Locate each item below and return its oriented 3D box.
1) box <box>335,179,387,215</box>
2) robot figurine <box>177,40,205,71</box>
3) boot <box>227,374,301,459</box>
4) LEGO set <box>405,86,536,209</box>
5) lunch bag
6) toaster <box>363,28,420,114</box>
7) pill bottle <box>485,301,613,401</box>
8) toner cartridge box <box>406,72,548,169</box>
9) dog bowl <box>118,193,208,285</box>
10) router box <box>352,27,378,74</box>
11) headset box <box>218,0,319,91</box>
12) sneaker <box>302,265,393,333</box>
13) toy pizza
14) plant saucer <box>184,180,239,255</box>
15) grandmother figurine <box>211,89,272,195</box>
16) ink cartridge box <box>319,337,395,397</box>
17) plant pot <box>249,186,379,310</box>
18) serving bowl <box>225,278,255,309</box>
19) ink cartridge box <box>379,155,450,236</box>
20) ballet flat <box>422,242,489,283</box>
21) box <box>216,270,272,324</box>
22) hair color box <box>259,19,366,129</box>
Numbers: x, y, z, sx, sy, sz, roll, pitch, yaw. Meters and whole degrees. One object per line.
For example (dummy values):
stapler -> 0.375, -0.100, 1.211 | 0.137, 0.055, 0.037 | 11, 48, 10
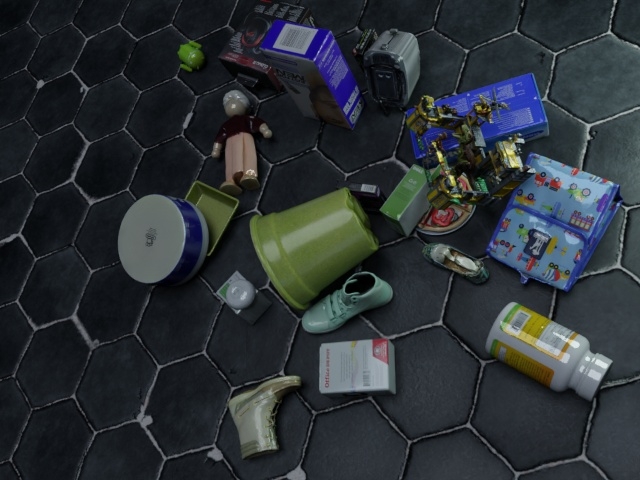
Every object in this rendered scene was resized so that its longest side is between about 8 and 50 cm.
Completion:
box -> 0.120, -0.111, 1.780 | 0.116, 0.162, 0.029 | 10, 75, 26
robot figurine -> -0.443, -0.634, 2.299 | 0.115, 0.067, 0.101 | 41, 114, 31
boot -> -0.124, 0.443, 1.676 | 0.213, 0.077, 0.165 | -27, 59, 14
LEGO set -> 0.364, -0.236, 1.598 | 0.192, 0.255, 0.331 | -46, 42, 51
lunch bag -> 0.551, -0.027, 1.607 | 0.221, 0.138, 0.293 | 27, 92, 30
toaster -> 0.210, -0.485, 1.900 | 0.129, 0.227, 0.146 | 14, 55, 25
pill bottle -> 0.504, 0.249, 1.475 | 0.245, 0.136, 0.136 | 29, 80, 30
toner cartridge box -> 0.419, -0.318, 1.804 | 0.347, 0.075, 0.165 | -14, 64, 16
dog bowl -> -0.463, 0.000, 1.954 | 0.264, 0.104, 0.265 | -4, 81, 29
router box -> 0.148, -0.559, 1.994 | 0.038, 0.122, 0.092 | 19, 75, 32
headset box -> -0.174, -0.628, 2.163 | 0.218, 0.110, 0.293 | 24, 78, 29
sneaker -> 0.046, 0.150, 1.697 | 0.256, 0.151, 0.094 | -26, 62, 11
toy pizza -> 0.314, -0.110, 1.776 | 0.201, 0.032, 0.201 | -9, 64, 18
plant saucer -> -0.345, -0.063, 2.006 | 0.188, 0.045, 0.188 | 25, 84, 29
grandmother figurine -> -0.248, -0.316, 2.061 | 0.207, 0.104, 0.342 | -12, 66, 7
ink cartridge box -> 0.091, 0.317, 1.647 | 0.175, 0.072, 0.127 | -7, 65, 19
plant pot -> 0.000, 0.000, 1.702 | 0.254, 0.276, 0.276 | -28, 60, 12
serving bowl -> -0.215, 0.139, 1.759 | 0.083, 0.027, 0.083 | -8, 65, 18
ink cartridge box -> 0.248, -0.123, 1.725 | 0.062, 0.109, 0.209 | 32, 81, 30
ballet flat -> 0.336, 0.045, 1.678 | 0.188, 0.070, 0.070 | 24, 78, 29
box -> -0.207, 0.157, 1.823 | 0.087, 0.102, 0.101 | -47, 59, -6
hair color box -> -0.013, -0.461, 1.888 | 0.185, 0.339, 0.110 | 21, 78, 28
